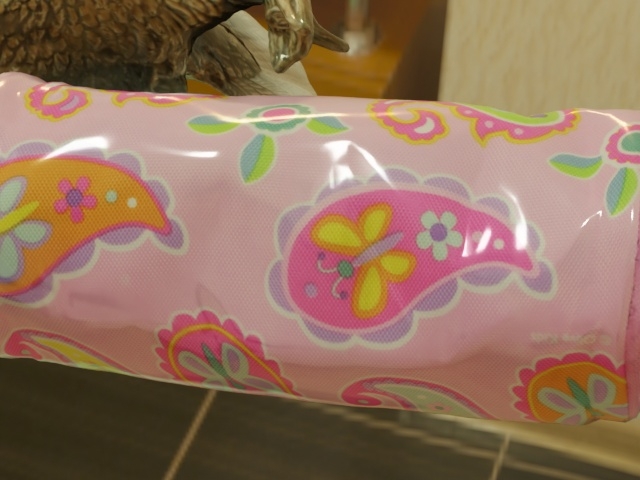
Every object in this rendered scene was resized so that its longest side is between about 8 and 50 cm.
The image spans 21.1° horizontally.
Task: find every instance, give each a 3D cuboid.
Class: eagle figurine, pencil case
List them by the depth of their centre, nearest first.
[{"bbox_3d":[0.000,0.000,0.665,0.284,0.124,0.124,3,44,13],"label":"pencil case"},{"bbox_3d":[-0.150,-0.135,0.949,0.298,0.225,0.226,-18,1,9],"label":"eagle figurine"}]
